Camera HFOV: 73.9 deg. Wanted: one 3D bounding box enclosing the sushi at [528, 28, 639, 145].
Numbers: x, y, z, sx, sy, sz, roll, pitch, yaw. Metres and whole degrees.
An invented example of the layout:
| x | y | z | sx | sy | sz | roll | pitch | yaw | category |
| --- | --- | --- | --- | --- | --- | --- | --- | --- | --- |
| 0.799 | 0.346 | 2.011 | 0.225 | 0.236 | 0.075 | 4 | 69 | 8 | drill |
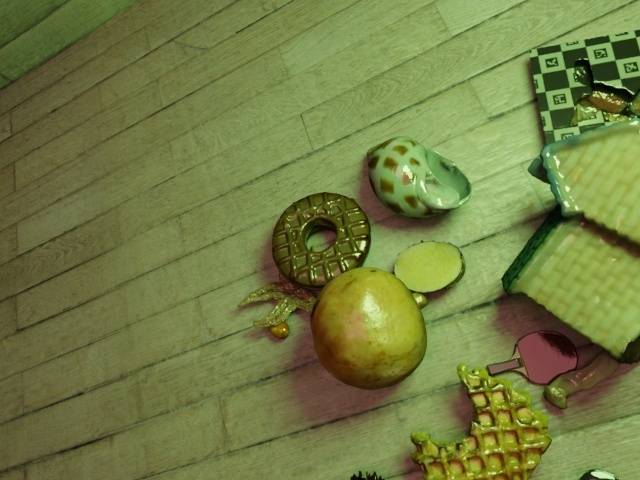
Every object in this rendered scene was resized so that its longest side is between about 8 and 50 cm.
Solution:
| x | y | z | sx | sy | sz | roll | pitch | yaw | category |
| --- | --- | --- | --- | --- | --- | --- | --- | --- | --- |
| 0.787 | -0.401 | 1.187 | 0.342 | 0.064 | 0.360 | -6 | 73 | 15 | sushi |

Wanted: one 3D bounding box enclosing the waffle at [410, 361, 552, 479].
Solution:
| x | y | z | sx | sy | sz | roll | pitch | yaw | category |
| --- | --- | --- | --- | --- | --- | --- | --- | --- | --- |
| 0.387 | 0.488 | 1.049 | 0.261 | 0.151 | 0.324 | 35 | 93 | 26 | waffle |

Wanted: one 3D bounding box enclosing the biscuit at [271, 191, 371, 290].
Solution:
| x | y | z | sx | sy | sz | roll | pitch | yaw | category |
| --- | --- | --- | --- | --- | --- | --- | --- | --- | --- |
| 0.000 | 0.000 | 1.325 | 0.331 | 0.103 | 0.333 | -6 | 64 | 13 | biscuit |

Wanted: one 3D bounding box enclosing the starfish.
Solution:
| x | y | z | sx | sy | sz | roll | pitch | yaw | category |
| --- | --- | --- | --- | --- | --- | --- | --- | --- | --- |
| -0.106 | 0.148 | 1.372 | 0.298 | 0.060 | 0.303 | 6 | 67 | 23 | starfish |

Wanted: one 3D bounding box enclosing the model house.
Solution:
| x | y | z | sx | sy | sz | roll | pitch | yaw | category |
| --- | --- | --- | --- | --- | --- | --- | --- | --- | --- |
| 0.666 | -0.010 | 0.996 | 0.400 | 0.394 | 0.446 | 40 | 109 | 40 | model house |

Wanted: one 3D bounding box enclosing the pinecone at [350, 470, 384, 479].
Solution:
| x | y | z | sx | sy | sz | roll | pitch | yaw | category |
| --- | --- | --- | --- | --- | --- | --- | --- | --- | --- |
| 0.126 | 0.672 | 1.110 | 0.120 | 0.140 | 0.140 | -35 | 62 | -28 | pinecone |

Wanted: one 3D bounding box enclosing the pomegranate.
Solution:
| x | y | z | sx | sy | sz | roll | pitch | yaw | category |
| --- | --- | --- | --- | --- | --- | --- | --- | --- | --- |
| 0.139 | 0.217 | 1.129 | 0.341 | 0.342 | 0.343 | -5 | 74 | 19 | pomegranate |

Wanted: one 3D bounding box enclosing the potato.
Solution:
| x | y | z | sx | sy | sz | roll | pitch | yaw | category |
| --- | --- | --- | --- | --- | --- | --- | --- | --- | --- |
| 0.316 | 0.083 | 1.225 | 0.200 | 0.081 | 0.164 | -11 | 60 | 22 | potato |

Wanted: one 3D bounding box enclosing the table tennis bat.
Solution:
| x | y | z | sx | sy | sz | roll | pitch | yaw | category |
| --- | --- | --- | --- | --- | --- | --- | --- | --- | --- |
| 0.548 | 0.312 | 1.106 | 0.220 | 0.019 | 0.131 | -19 | 71 | 14 | table tennis bat |

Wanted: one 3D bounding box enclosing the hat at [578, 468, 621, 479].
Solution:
| x | y | z | sx | sy | sz | roll | pitch | yaw | category |
| --- | --- | --- | --- | --- | --- | --- | --- | --- | --- |
| 0.650 | 0.589 | 0.975 | 0.121 | 0.050 | 0.121 | -8 | 69 | 22 | hat |

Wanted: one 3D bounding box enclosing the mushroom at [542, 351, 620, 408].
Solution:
| x | y | z | sx | sy | sz | roll | pitch | yaw | category |
| --- | --- | --- | --- | --- | --- | --- | --- | --- | --- |
| 0.645 | 0.340 | 1.042 | 0.202 | 0.054 | 0.059 | -32 | 104 | 3 | mushroom |

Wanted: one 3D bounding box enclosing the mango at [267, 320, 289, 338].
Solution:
| x | y | z | sx | sy | sz | roll | pitch | yaw | category |
| --- | --- | --- | --- | --- | --- | --- | --- | --- | --- |
| -0.138 | 0.279 | 1.357 | 0.089 | 0.046 | 0.060 | 16 | 82 | 28 | mango |

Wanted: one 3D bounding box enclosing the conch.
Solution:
| x | y | z | sx | sy | sz | roll | pitch | yaw | category |
| --- | --- | --- | --- | --- | --- | --- | --- | --- | --- |
| 0.264 | -0.194 | 1.259 | 0.249 | 0.197 | 0.368 | -13 | 61 | -22 | conch |
